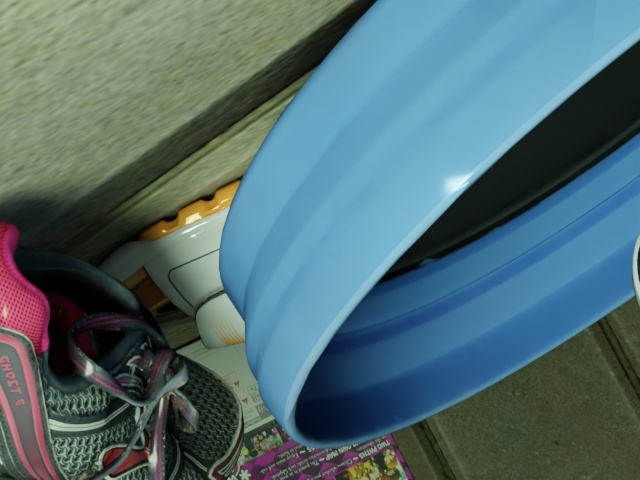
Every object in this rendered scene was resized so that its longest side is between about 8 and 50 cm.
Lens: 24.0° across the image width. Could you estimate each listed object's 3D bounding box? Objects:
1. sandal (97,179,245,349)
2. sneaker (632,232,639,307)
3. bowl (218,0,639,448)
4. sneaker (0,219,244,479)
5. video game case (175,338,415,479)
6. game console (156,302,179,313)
[{"bbox_3d":[-0.002,-0.001,0.752,0.265,0.076,0.102,-29,171,11],"label":"sandal"},{"bbox_3d":[0.239,-0.054,0.548,0.282,0.099,0.153,-34,164,6],"label":"sneaker"},{"bbox_3d":[0.128,-0.057,0.625,0.391,0.077,0.391,-32,163,-11],"label":"bowl"},{"bbox_3d":[-0.101,0.072,0.662,0.112,0.120,0.299,-35,160,12],"label":"sneaker"},{"bbox_3d":[-0.059,0.174,1.137,0.232,0.210,0.042,-25,171,-18],"label":"video game case"},{"bbox_3d":[-0.007,0.036,0.913,0.124,0.085,0.144,-32,169,26],"label":"game console"}]
